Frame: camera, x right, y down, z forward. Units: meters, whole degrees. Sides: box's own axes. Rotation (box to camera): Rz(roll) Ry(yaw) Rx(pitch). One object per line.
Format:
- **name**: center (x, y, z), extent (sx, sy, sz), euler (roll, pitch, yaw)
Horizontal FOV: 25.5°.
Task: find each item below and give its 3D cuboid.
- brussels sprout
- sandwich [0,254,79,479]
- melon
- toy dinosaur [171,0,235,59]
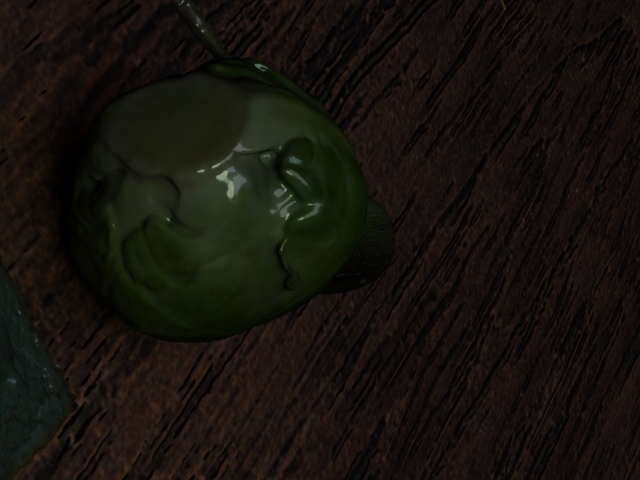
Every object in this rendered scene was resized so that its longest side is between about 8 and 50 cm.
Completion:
- **brussels sprout**: center (-0.076, -0.029, 1.058), extent (0.244, 0.244, 0.244), euler (12, 76, -53)
- **sandwich**: center (-0.269, 0.037, 0.823), extent (0.271, 0.099, 0.301), euler (-75, 147, -69)
- **melon**: center (0.000, 0.000, 1.264), extent (0.162, 0.099, 0.099), euler (0, 85, -47)
- **toy dinosaur**: center (-0.177, -0.250, 1.054), extent (0.251, 0.072, 0.200), euler (22, 57, -42)
